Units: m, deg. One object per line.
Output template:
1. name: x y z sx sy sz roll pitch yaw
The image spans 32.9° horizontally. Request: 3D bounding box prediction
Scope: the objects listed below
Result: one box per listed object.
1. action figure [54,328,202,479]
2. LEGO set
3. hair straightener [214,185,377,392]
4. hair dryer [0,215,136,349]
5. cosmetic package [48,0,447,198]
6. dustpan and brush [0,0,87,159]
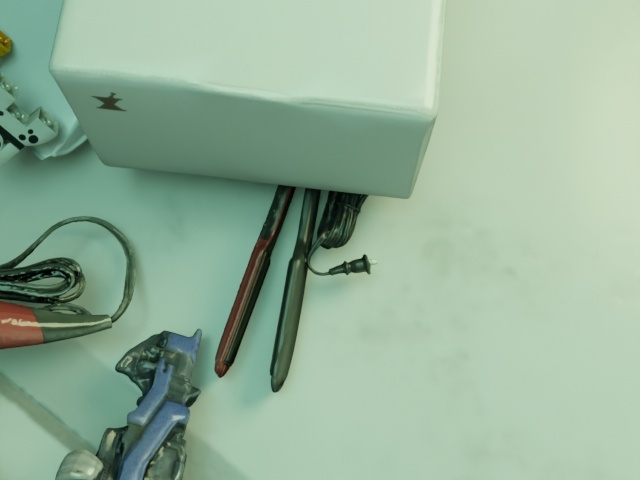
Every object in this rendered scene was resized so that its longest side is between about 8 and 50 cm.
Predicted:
1. action figure: -0.184 0.215 0.712 0.330 0.178 0.341 19 50 1
2. LEGO set: -0.294 -0.136 0.743 0.093 0.087 0.227 -37 121 17
3. hair straightener: 0.000 0.000 0.778 0.089 0.047 0.230 17 75 6
4. hair dryer: -0.272 0.048 0.695 0.224 0.080 0.293 21 49 12
5. cosmetic package: -0.019 -0.275 0.749 0.230 0.161 0.453 7 74 2
6. dustpan and brush: -0.179 -0.176 0.819 0.147 0.060 0.211 39 90 12
